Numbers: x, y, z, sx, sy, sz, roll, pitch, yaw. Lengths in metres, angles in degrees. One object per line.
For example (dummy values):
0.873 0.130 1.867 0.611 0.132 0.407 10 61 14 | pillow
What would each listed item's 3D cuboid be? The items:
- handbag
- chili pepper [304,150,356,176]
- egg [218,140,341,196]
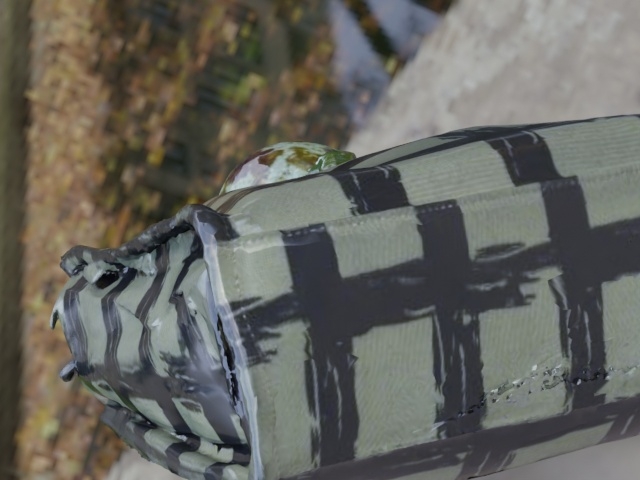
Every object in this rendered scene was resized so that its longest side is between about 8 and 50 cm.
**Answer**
0.046 0.027 0.983 0.327 0.325 0.163 -177 78 -67 | handbag
0.016 -0.014 1.645 0.204 0.073 0.072 -100 30 -57 | chili pepper
0.000 0.000 1.879 0.169 0.231 0.169 -37 32 28 | egg
